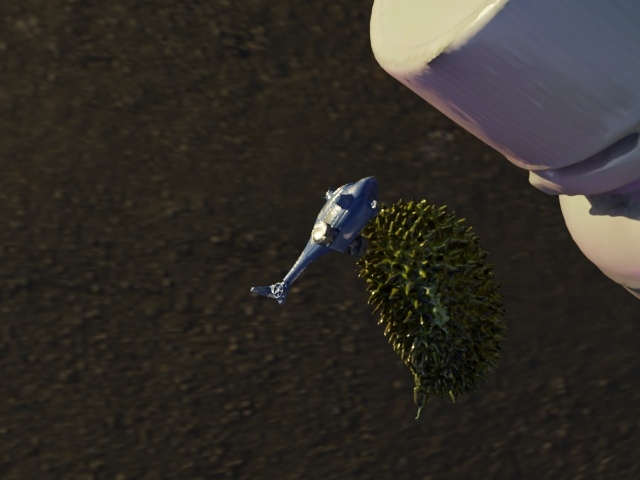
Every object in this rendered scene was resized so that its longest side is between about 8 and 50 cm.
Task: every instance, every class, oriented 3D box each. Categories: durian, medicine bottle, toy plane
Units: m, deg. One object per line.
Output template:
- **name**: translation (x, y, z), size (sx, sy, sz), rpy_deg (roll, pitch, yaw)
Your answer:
- **durian**: translation (0.120, 0.064, 1.899), size (0.137, 0.095, 0.221), rpy_deg (-20, 106, -1)
- **medicine bottle**: translation (0.211, -0.086, 0.904), size (0.325, 0.256, 0.256), rpy_deg (33, 102, -19)
- **toy plane**: translation (0.000, 0.000, 1.751), size (0.167, 0.054, 0.062), rpy_deg (-51, 43, 24)
